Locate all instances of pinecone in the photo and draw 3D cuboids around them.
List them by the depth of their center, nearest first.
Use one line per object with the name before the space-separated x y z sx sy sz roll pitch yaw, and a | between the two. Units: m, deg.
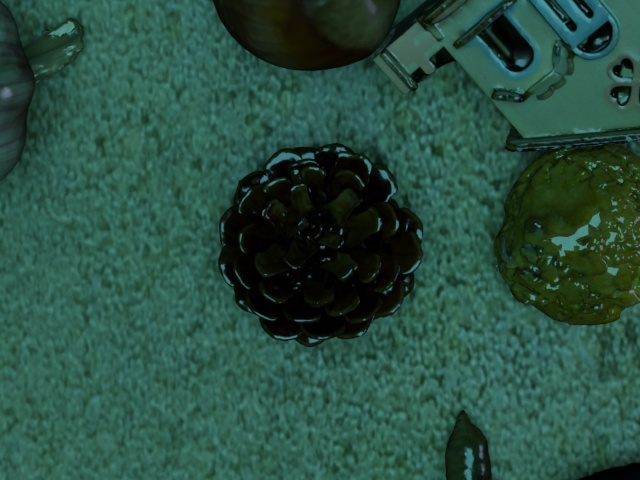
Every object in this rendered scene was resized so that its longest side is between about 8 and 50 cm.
pinecone | 0.000 0.000 1.876 0.207 0.208 0.208 0 94 1

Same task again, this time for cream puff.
cream puff | 0.257 -0.006 1.900 0.189 0.129 0.189 0 91 0

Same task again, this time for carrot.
carrot | 0.156 0.341 1.961 0.070 0.070 0.342 -6 93 1

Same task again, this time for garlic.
garlic | -0.339 -0.166 1.886 0.253 0.245 0.245 -22 95 -37

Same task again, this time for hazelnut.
hazelnut | -0.019 -0.266 1.863 0.214 0.176 0.214 -3 84 28

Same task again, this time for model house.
model house | 0.247 -0.194 1.838 0.326 0.169 0.244 -39 100 19

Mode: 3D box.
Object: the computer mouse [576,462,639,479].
computer mouse | 0.328 0.290 1.896 0.323 0.183 0.116 -12 123 0
